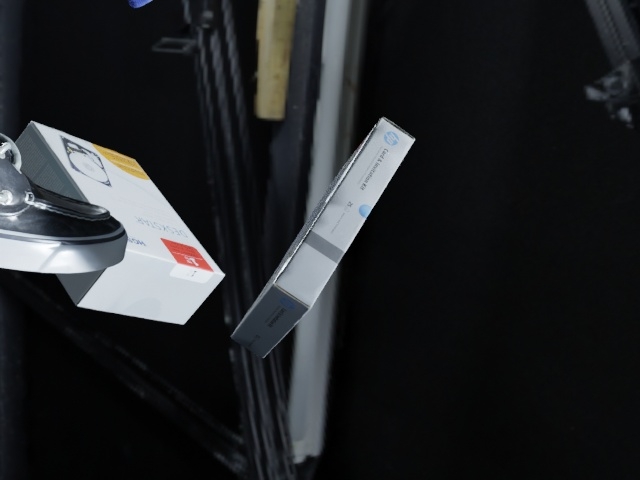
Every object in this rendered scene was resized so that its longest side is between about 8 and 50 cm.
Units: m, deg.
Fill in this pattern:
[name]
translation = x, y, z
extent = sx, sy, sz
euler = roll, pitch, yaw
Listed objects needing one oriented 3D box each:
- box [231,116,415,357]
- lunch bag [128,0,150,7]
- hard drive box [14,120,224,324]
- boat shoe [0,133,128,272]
[box]
translation = 0.000, 0.000, 0.822
extent = 0.038, 0.186, 0.145
euler = 33, -29, -4
[lunch bag]
translation = -0.109, -0.491, 0.996
extent = 0.327, 0.386, 0.238
euler = 59, 9, -38
[hard drive box]
translation = -0.251, -0.017, 1.140
extent = 0.089, 0.181, 0.232
euler = -49, -120, 14
[boat shoe]
translation = -0.277, -0.045, 0.748
extent = 0.108, 0.301, 0.102
euler = 28, -78, 50
